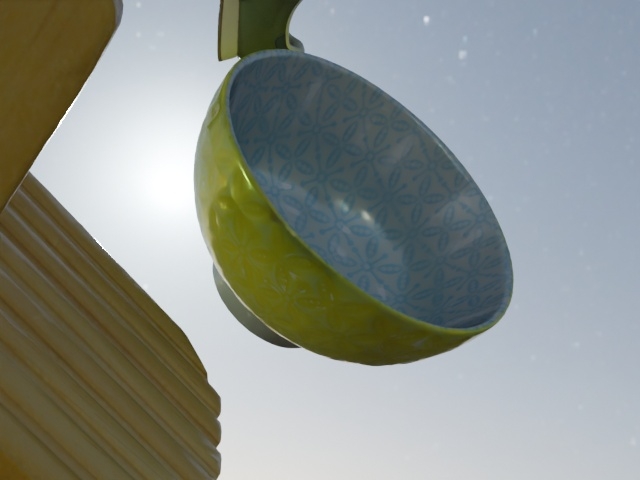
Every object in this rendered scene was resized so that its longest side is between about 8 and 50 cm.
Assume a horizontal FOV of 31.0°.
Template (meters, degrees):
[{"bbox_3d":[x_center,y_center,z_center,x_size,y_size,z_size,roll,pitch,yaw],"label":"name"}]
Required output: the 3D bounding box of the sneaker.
[{"bbox_3d":[-0.039,-0.240,0.992,0.086,0.064,0.192,5,-58,-7],"label":"sneaker"}]

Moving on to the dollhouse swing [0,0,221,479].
[{"bbox_3d":[-0.103,-0.046,0.589,0.305,0.315,0.347,33,13,-14],"label":"dollhouse swing"}]

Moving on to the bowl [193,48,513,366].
[{"bbox_3d":[0.000,0.000,0.949,0.289,0.289,0.156,16,-49,-38],"label":"bowl"}]
